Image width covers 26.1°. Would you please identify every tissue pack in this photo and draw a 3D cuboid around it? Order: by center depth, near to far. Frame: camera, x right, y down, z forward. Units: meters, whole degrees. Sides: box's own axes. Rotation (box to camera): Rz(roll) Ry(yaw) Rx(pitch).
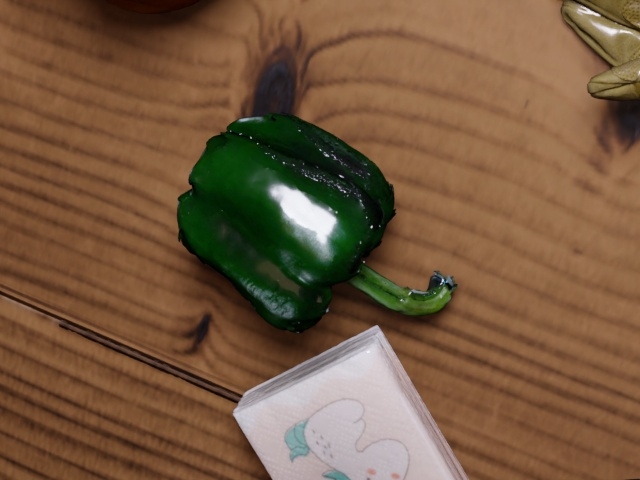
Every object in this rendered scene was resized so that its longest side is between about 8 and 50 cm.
[{"bbox_3d":[0.066,0.261,1.350,0.170,0.071,0.325,-29,96,17],"label":"tissue pack"}]

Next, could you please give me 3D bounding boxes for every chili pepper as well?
[{"bbox_3d":[0.000,0.000,1.258,0.261,0.165,0.174,33,97,3],"label":"chili pepper"}]

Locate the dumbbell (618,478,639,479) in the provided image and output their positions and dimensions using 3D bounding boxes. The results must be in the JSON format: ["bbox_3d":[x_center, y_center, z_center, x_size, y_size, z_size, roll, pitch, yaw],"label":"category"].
[{"bbox_3d":[0.295,0.345,1.270,0.152,0.152,0.218,-6,102,16],"label":"dumbbell"}]

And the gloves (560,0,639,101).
[{"bbox_3d":[0.339,-0.170,1.121,0.331,0.141,0.154,21,110,44],"label":"gloves"}]

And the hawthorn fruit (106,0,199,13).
[{"bbox_3d":[-0.141,-0.352,1.165,0.277,0.277,0.298,38,93,3],"label":"hawthorn fruit"}]
